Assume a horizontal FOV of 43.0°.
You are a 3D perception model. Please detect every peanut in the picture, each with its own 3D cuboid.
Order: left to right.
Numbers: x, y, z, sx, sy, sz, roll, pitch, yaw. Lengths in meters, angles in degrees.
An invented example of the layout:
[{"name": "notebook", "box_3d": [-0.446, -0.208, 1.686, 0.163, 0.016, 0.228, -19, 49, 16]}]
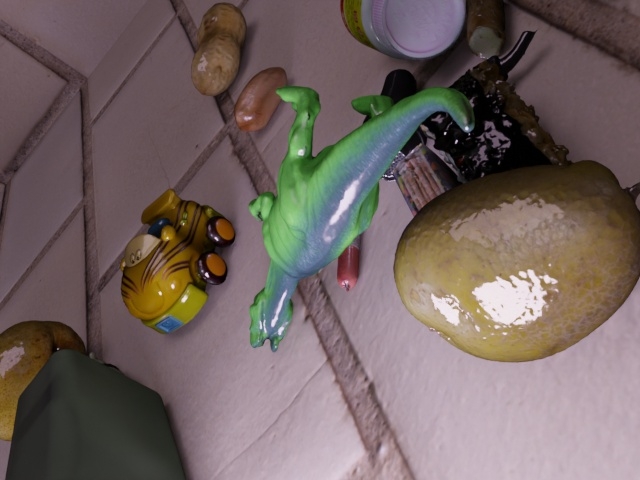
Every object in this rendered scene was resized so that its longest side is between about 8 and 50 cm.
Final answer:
[{"name": "peanut", "box_3d": [-0.238, -0.434, 1.855, 0.125, 0.111, 0.274, -35, 35, 39]}, {"name": "peanut", "box_3d": [-0.114, -0.272, 1.555, 0.076, 0.076, 0.152, 4, 58, 56]}]

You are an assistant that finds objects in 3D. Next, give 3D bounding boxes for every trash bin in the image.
[{"name": "trash bin", "box_3d": [-0.299, 0.314, 1.102, 0.158, 0.223, 0.343, -50, 28, 10]}]

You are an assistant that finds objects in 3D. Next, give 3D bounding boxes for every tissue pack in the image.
[{"name": "tissue pack", "box_3d": [0.145, -0.028, 0.903, 0.060, 0.108, 0.148, -41, 31, 16]}]

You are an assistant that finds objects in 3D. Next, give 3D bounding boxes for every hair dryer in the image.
[{"name": "hair dryer", "box_3d": [0.176, -0.202, 1.084, 0.271, 0.091, 0.235, -26, 30, 28]}]

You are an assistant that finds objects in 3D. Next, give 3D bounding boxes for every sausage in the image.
[{"name": "sausage", "box_3d": [0.041, -0.018, 1.122, 0.029, 0.029, 0.223, -32, 37, 34]}]

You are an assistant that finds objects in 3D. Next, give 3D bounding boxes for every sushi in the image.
[{"name": "sushi", "box_3d": [0.185, -0.120, 0.901, 0.115, 0.147, 0.212, -44, 30, 17]}]

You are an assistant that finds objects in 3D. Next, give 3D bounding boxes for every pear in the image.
[{"name": "pear", "box_3d": [-0.542, 0.255, 1.528, 0.211, 0.188, 0.228, -49, 29, 26]}]

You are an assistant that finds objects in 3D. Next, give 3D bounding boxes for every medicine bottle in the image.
[{"name": "medicine bottle", "box_3d": [0.117, -0.342, 1.199, 0.139, 0.139, 0.225, -51, 22, 8]}]

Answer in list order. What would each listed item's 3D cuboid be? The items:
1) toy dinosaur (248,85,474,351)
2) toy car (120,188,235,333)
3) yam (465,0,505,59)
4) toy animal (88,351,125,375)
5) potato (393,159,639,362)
[{"name": "toy dinosaur", "box_3d": [0.000, 0.000, 0.924, 0.500, 0.144, 0.374, -139, 64, -73]}, {"name": "toy car", "box_3d": [-0.263, 0.029, 1.397, 0.200, 0.142, 0.248, -34, 34, 34]}, {"name": "yam", "box_3d": [0.233, -0.359, 1.154, 0.061, 0.061, 0.253, -28, 40, 38]}, {"name": "toy animal", "box_3d": [-0.390, 0.265, 1.400, 0.121, 0.094, 0.225, -49, 20, -9]}, {"name": "potato", "box_3d": [0.185, 0.016, 0.735, 0.251, 0.174, 0.159, -33, 37, 35]}]
